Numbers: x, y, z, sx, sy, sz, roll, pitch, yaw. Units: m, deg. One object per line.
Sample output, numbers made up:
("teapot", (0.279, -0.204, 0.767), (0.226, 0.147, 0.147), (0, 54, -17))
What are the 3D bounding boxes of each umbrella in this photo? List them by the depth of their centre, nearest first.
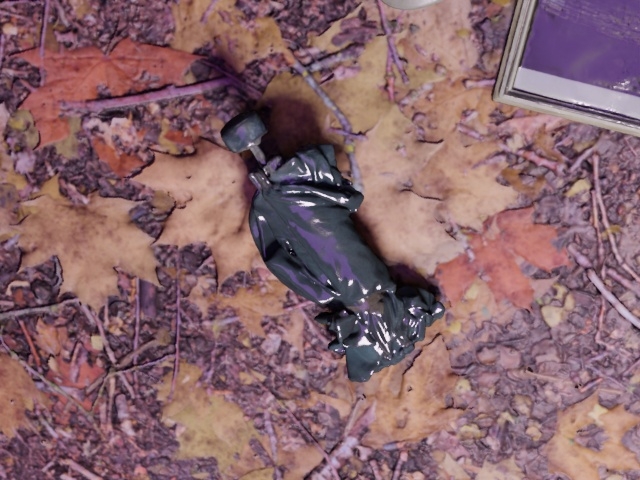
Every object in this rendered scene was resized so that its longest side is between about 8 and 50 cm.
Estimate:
("umbrella", (0.002, -0.002, 1.617), (0.143, 0.094, 0.349), (-36, 106, 2))

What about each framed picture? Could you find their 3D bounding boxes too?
("framed picture", (0.350, -0.220, 1.511), (0.293, 0.018, 0.231), (14, 112, 6))

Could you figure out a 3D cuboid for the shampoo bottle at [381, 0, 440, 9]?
("shampoo bottle", (0.109, -0.288, 1.417), (0.118, 0.234, 0.087), (-29, 102, 19))
